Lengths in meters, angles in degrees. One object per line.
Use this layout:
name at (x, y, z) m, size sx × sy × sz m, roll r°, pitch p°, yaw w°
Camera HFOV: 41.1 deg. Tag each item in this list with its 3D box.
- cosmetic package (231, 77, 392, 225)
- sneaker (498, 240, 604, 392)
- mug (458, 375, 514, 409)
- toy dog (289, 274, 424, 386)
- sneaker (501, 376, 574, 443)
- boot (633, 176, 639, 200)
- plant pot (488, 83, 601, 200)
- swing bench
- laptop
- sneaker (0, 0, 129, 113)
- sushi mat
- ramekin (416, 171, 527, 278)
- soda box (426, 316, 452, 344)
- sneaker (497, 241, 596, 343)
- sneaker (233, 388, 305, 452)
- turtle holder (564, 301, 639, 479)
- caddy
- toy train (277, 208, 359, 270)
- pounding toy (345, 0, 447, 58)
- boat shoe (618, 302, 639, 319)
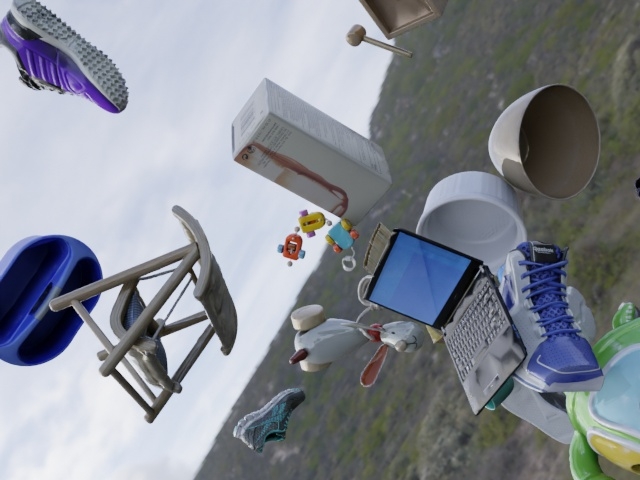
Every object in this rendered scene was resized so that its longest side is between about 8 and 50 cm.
cosmetic package at (-0.019, -0.171, 1.679) m, size 0.129 × 0.296 × 0.153 m, roll -50°, pitch 26°, yaw 26°
sneaker at (0.360, 0.104, 1.415) m, size 0.315 × 0.127 × 0.182 m, roll -107°, pitch 17°, yaw -65°
mug at (0.436, 0.353, 2.215) m, size 0.097 × 0.129 × 0.157 m, roll -41°, pitch -39°, yaw -15°
toy dog at (0.057, 0.241, 2.002) m, size 0.334 × 0.220 × 0.161 m, roll -27°, pitch 11°, yaw 32°
sneaker at (0.586, 0.425, 2.323) m, size 0.104 × 0.296 × 0.147 m, roll -59°, pitch -17°, yaw 22°
boot at (0.730, -0.070, 1.731) m, size 0.090 × 0.207 × 0.248 m, roll -52°, pitch 0°, yaw 22°
plant pot at (0.537, -0.241, 2.157) m, size 0.284 × 0.284 × 0.191 m, roll -55°, pitch 26°, yaw -18°
swing bench at (-0.249, 0.122, 1.363) m, size 0.255 × 0.165 × 0.253 m, roll -38°, pitch -25°, yaw -14°
laptop at (0.197, 0.139, 1.422) m, size 0.137 × 0.264 × 0.234 m, roll -8°, pitch -31°, yaw -17°
sneaker at (-0.527, -0.344, 1.724) m, size 0.146 × 0.293 × 0.102 m, roll -41°, pitch 13°, yaw 27°
sushi mat at (0.228, 0.100, 2.170) m, size 0.019 × 0.316 × 0.151 m, roll -19°, pitch 39°, yaw 43°
ramekin at (0.389, -0.045, 2.184) m, size 0.135 × 0.277 × 0.277 m, roll -74°, pitch 3°, yaw -46°
soda box at (0.337, 0.213, 2.503) m, size 0.058 × 0.181 × 0.061 m, roll 12°, pitch -45°, yaw -43°
sneaker at (0.450, 0.124, 1.736) m, size 0.091 × 0.240 × 0.126 m, roll -14°, pitch -23°, yaw -49°
sneaker at (-0.085, 0.353, 1.657) m, size 0.166 × 0.076 × 0.065 m, roll -32°, pitch -28°, yaw -30°
turtle holder at (0.522, 0.281, 1.394) m, size 0.320 × 0.243 × 0.227 m, roll -31°, pitch 28°, yaw -2°
caddy at (-0.696, 0.142, 2.111) m, size 0.179 × 0.241 × 0.341 m, roll 11°, pitch 67°, yaw 55°
toy train at (0.000, 0.000, 1.716) m, size 0.046 × 0.166 × 0.125 m, roll -45°, pitch -36°, yaw -67°
pounding toy at (0.139, -0.443, 1.627) m, size 0.206 × 0.181 × 0.094 m, roll -16°, pitch 38°, yaw 40°
boat shoe at (0.688, 0.281, 1.741) m, size 0.112 × 0.095 × 0.335 m, roll 91°, pitch 176°, yaw -57°
